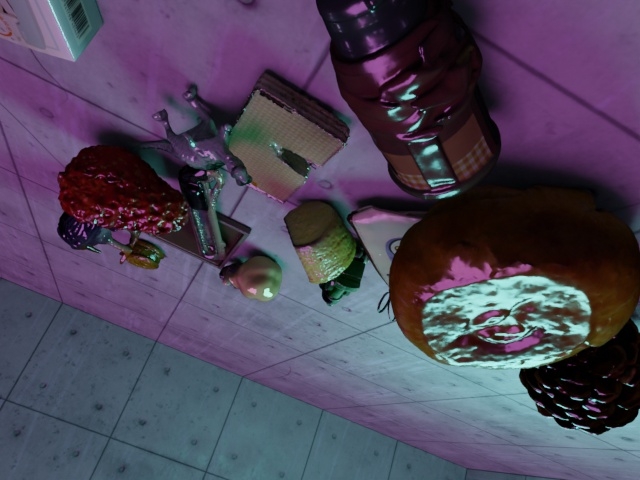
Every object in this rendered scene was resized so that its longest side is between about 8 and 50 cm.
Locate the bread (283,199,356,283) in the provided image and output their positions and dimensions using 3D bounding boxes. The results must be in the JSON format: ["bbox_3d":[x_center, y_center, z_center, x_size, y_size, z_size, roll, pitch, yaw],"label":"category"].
[{"bbox_3d":[0.000,0.000,0.927,0.111,0.129,0.114,-31,135,2],"label":"bread"}]

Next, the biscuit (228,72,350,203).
[{"bbox_3d":[-0.066,-0.140,0.779,0.147,0.046,0.250,28,153,-14],"label":"biscuit"}]

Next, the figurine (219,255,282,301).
[{"bbox_3d":[-0.180,0.092,1.249,0.196,0.108,0.114,-4,141,46],"label":"figurine"}]

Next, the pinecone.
[{"bbox_3d":[0.467,0.218,0.902,0.224,0.224,0.272,9,155,22],"label":"pinecone"}]

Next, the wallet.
[{"bbox_3d":[0.203,0.050,0.922,0.274,0.068,0.335,-2,144,25],"label":"wallet"}]

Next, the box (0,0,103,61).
[{"bbox_3d":[-0.353,-0.336,0.565,0.135,0.079,0.269,19,154,2],"label":"box"}]

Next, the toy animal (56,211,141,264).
[{"bbox_3d":[-0.536,-0.029,1.241,0.185,0.122,0.298,28,152,-16],"label":"toy animal"}]

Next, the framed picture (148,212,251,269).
[{"bbox_3d":[-0.297,-0.018,1.209,0.211,0.020,0.289,26,154,-13],"label":"framed picture"}]

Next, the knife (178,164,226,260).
[{"bbox_3d":[-0.235,-0.043,1.058,0.089,0.043,0.365,19,149,4],"label":"knife"}]

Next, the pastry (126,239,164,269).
[{"bbox_3d":[-0.488,0.043,1.420,0.109,0.057,0.097,-6,145,45],"label":"pastry"}]

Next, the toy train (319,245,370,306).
[{"bbox_3d":[0.046,0.071,1.048,0.071,0.105,0.178,18,155,-6],"label":"toy train"}]

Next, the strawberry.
[{"bbox_3d":[-0.350,-0.105,0.934,0.236,0.190,0.111,20,124,-1],"label":"strawberry"}]

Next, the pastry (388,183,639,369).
[{"bbox_3d":[0.269,0.063,0.737,0.355,0.164,0.356,2,140,2],"label":"pastry"}]

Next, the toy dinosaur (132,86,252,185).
[{"bbox_3d":[-0.219,-0.175,0.802,0.383,0.076,0.129,28,136,48],"label":"toy dinosaur"}]

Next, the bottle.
[{"bbox_3d":[0.090,-0.168,0.520,0.271,0.143,0.156,46,-177,-47],"label":"bottle"}]
